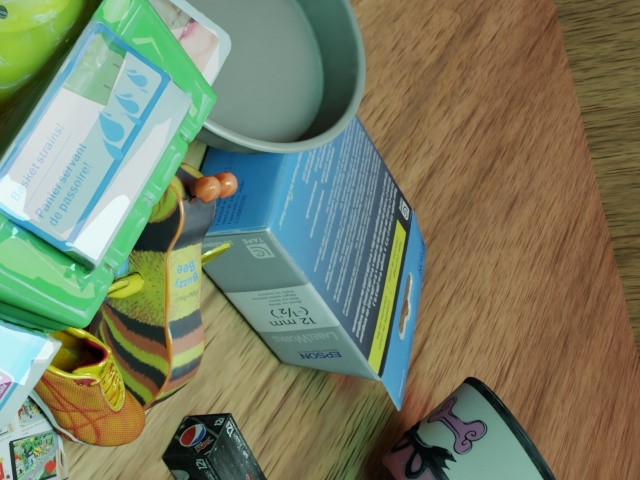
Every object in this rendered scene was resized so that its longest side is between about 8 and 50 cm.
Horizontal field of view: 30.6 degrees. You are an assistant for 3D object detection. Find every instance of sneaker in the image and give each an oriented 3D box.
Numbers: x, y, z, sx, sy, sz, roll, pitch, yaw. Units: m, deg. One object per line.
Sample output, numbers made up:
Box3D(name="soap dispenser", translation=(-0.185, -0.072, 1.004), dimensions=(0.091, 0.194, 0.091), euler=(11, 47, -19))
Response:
Box3D(name="sneaker", translation=(-0.179, 0.109, 0.888), dimensions=(0.175, 0.067, 0.064), euler=(52, 38, -47))

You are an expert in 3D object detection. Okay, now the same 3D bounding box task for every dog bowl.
Box3D(name="dog bowl", translation=(0.211, 0.377, 1.390), dimensions=(0.408, 0.150, 0.408), euler=(63, -5, 10))

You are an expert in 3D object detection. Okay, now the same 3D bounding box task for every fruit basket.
Box3D(name="fruit basket", translation=(-0.246, -0.108, 0.701), dimensions=(0.353, 0.165, 0.327), euler=(41, 64, -31))

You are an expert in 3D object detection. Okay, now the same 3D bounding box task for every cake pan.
Box3D(name="cake pan", translation=(-0.086, -0.207, 1.120), dimensions=(0.293, 0.054, 0.293), euler=(19, 57, -32))

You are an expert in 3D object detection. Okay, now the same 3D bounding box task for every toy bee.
Box3D(name="toy bee", translation=(-0.144, 0.002, 0.962), dimensions=(0.195, 0.162, 0.298), euler=(-55, 132, -50))

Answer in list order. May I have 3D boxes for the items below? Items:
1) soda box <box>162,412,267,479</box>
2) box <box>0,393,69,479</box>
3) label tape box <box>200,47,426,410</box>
Box3D(name="soda box", translation=(-0.086, 0.247, 1.132), dimensions=(0.169, 0.053, 0.060), euler=(65, 33, -30))
Box3D(name="box", translation=(-0.264, 0.148, 0.827), dimensions=(0.207, 0.036, 0.114), euler=(-17, 99, -62))
Box3D(name="label tape box", translation=(0.000, 0.000, 1.296), dimensions=(0.347, 0.115, 0.249), euler=(57, 36, -44))
